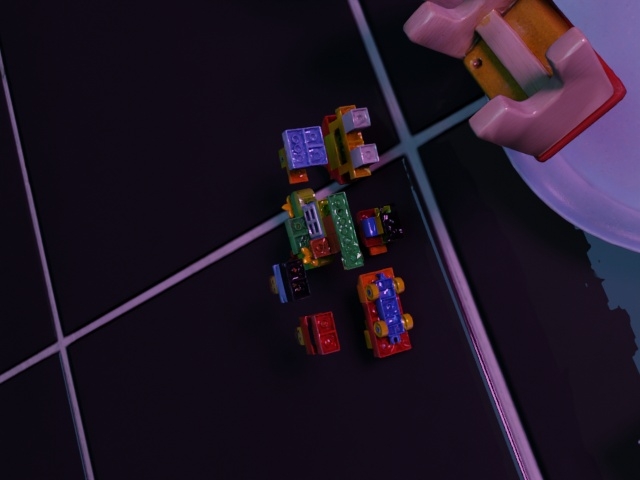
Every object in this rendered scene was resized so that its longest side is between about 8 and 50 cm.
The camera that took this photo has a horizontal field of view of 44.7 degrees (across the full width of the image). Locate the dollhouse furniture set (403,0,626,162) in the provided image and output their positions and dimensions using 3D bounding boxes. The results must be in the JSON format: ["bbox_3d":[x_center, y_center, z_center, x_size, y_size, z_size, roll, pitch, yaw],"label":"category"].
[{"bbox_3d":[0.130,-0.247,0.529,0.201,0.152,0.374,-43,56,27],"label":"dollhouse furniture set"}]

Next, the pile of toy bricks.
[{"bbox_3d":[0.000,0.000,0.672,0.105,0.118,0.213,-19,83,65],"label":"pile of toy bricks"}]

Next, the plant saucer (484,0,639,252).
[{"bbox_3d":[0.266,-0.143,0.527,0.317,0.043,0.318,-3,85,35],"label":"plant saucer"}]

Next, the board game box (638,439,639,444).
[{"bbox_3d":[0.359,0.179,0.427,0.193,0.053,0.305,-47,62,22],"label":"board game box"}]
